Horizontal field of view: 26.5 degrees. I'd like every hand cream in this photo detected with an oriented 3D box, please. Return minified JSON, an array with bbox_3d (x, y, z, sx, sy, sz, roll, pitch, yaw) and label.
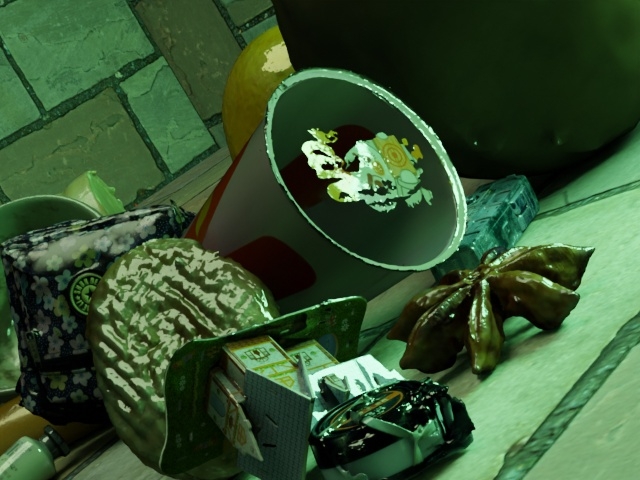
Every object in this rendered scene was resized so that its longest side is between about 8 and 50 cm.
[{"bbox_3d":[-0.342,0.266,1.308,0.234,0.050,0.080,-39,17,-22],"label":"hand cream"}]

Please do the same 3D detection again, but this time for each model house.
[{"bbox_3d":[-0.015,0.118,0.926,0.167,0.117,0.088,-12,34,-33],"label":"model house"}]

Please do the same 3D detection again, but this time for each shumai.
[{"bbox_3d":[-0.095,0.108,1.087,0.161,0.209,0.153,-40,-31,-10],"label":"shumai"}]

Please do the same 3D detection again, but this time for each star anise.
[{"bbox_3d":[0.121,0.045,0.976,0.168,0.057,0.168,-30,8,5],"label":"star anise"}]

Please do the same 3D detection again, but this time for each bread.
[{"bbox_3d":[-0.310,0.199,1.453,0.239,0.074,0.092,-30,4,2],"label":"bread"}]

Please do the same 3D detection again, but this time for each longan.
[{"bbox_3d":[0.174,-0.254,1.332,0.436,0.404,0.404,-27,8,-17],"label":"longan"}]

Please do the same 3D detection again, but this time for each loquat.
[{"bbox_3d":[0.006,-0.149,1.732,0.275,0.275,0.275,-30,9,5],"label":"loquat"}]

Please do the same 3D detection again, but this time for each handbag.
[{"bbox_3d":[-0.210,0.078,1.355,0.229,0.207,0.127,-11,-2,7],"label":"handbag"}]

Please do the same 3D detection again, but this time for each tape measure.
[{"bbox_3d":[0.041,0.120,0.844,0.094,0.054,0.091,-25,7,-7],"label":"tape measure"}]

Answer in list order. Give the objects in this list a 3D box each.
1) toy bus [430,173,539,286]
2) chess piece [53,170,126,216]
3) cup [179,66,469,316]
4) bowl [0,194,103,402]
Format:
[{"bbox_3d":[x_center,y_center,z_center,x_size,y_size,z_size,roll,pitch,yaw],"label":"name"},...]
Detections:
[{"bbox_3d":[0.145,-0.007,1.208,0.065,0.047,0.166,-19,16,33],"label":"toy bus"},{"bbox_3d":[-0.451,0.110,1.975,0.442,0.234,0.234,-35,9,1],"label":"chess piece"},{"bbox_3d":[-0.037,0.010,1.180,0.288,0.203,0.203,-44,-2,43],"label":"cup"},{"bbox_3d":[-0.361,0.098,1.766,0.289,0.146,0.289,-10,58,15],"label":"bowl"}]
